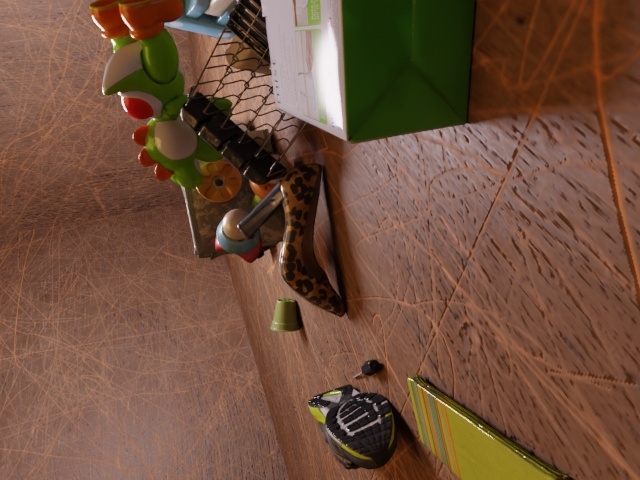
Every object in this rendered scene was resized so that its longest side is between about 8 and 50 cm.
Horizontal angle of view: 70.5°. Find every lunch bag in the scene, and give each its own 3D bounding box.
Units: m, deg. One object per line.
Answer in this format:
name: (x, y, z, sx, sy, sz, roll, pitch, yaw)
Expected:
lunch bag: (-0.212, -0.103, 1.111, 0.169, 0.235, 0.287, 129, 128, -71)

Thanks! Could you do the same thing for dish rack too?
dish rack: (-0.097, -0.232, 0.723, 0.208, 0.074, 0.271, 40, 127, -5)

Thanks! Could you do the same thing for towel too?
towel: (0.169, 0.230, 0.483, 0.237, 0.021, 0.102, -167, 61, -71)

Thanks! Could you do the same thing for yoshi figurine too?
yoshi figurine: (-0.273, -0.283, 0.880, 0.204, 0.202, 0.362, -98, -1, -52)

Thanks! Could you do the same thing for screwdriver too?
screwdriver: (0.073, 0.232, 0.786, 0.170, 0.024, 0.025, 107, 175, -61)

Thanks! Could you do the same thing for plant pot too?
plant pot: (-0.094, 0.199, 1.226, 0.083, 0.083, 0.079, -171, 83, -72)

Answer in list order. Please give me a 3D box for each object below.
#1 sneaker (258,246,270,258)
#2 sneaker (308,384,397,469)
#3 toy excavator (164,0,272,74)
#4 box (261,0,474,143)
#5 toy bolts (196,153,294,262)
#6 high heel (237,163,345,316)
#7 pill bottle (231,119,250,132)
sneaker: (-0.174, -0.023, 1.340, 0.090, 0.081, 0.232, 51, 151, 6)
sneaker: (0.065, 0.331, 0.774, 0.300, 0.111, 0.121, 141, 106, -77)
toy excavator: (-0.207, -0.518, 0.890, 0.445, 0.222, 0.434, 5, 97, 55)
box: (0.027, -0.249, 0.433, 0.231, 0.126, 0.262, -133, 35, -61)
toy bolts: (-0.170, -0.087, 0.936, 0.158, 0.218, 0.229, 119, 166, -70)
high heel: (0.000, 0.000, 0.812, 0.261, 0.186, 0.093, 46, -170, -3)
pill bottle: (-0.270, -0.309, 1.384, 0.193, 0.108, 0.108, -161, 61, -70)
